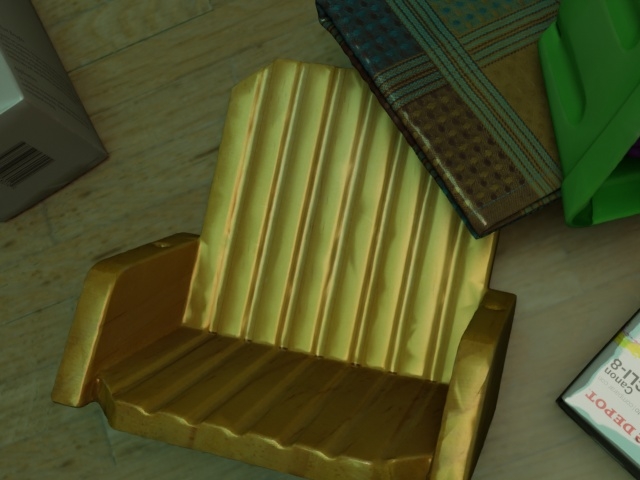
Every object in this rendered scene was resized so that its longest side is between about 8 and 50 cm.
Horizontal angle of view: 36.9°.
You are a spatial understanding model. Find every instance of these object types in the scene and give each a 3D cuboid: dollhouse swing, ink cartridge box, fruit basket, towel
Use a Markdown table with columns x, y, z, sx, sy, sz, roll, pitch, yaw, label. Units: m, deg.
| x | y | z | sx | sy | sz | roll | pitch | yaw | label |
| --- | --- | --- | --- | --- | --- | --- | --- | --- | --- |
| 0.000 | 0.000 | 0.848 | 0.347 | 0.315 | 0.304 | 12 | 101 | 14 | dollhouse swing |
| 0.309 | 0.120 | 0.829 | 0.128 | 0.127 | 0.176 | 42 | 90 | 16 | ink cartridge box |
| 0.392 | -0.091 | 0.711 | 0.392 | 0.283 | 0.392 | 5 | 61 | -10 | fruit basket |
| 0.215 | -0.183 | 0.883 | 0.370 | 0.040 | 0.271 | -27 | 73 | -21 | towel |

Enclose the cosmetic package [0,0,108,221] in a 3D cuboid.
| x | y | z | sx | sy | sz | roll | pitch | yaw | label |
| --- | --- | --- | --- | --- | --- | --- | --- | --- | --- |
| -0.393 | -0.225 | 1.015 | 0.155 | 0.197 | 0.365 | -32 | 72 | 5 | cosmetic package |
